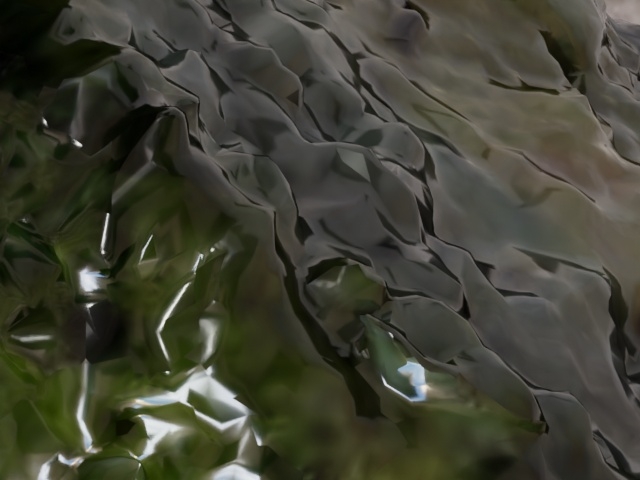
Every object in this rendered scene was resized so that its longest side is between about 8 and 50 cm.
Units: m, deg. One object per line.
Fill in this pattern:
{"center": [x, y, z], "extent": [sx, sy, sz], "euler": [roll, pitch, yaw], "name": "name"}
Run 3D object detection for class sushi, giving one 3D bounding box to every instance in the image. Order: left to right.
{"center": [0.000, 0.000, 0.482], "extent": [0.294, 0.352, 0.178], "euler": [16, 125, -32], "name": "sushi"}
